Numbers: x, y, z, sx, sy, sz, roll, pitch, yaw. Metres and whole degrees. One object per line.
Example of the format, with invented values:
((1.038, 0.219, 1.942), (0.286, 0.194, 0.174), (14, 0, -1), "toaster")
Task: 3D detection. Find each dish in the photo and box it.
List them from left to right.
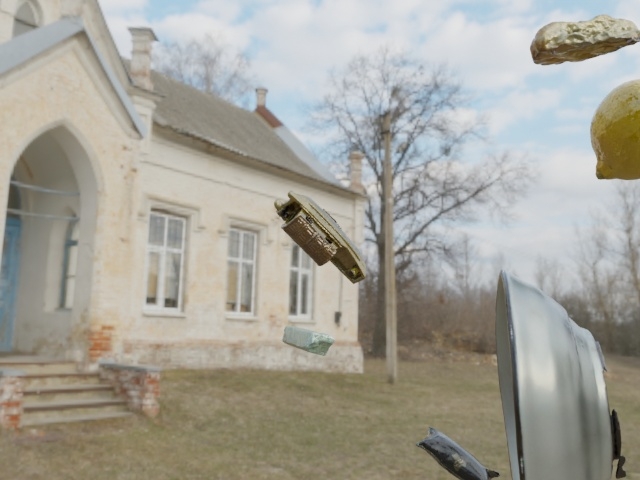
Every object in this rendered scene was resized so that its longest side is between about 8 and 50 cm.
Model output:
((0.263, 0.187, 0.703), (0.106, 0.316, 0.316), (-6, -11, 12), "dish")

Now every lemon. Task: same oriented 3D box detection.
((0.651, -0.227, 1.281), (0.187, 0.244, 0.187), (14, 33, -9), "lemon")

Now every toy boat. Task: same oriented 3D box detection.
((0.000, 0.000, 1.192), (0.226, 0.088, 0.068), (47, -46, -13), "toy boat")

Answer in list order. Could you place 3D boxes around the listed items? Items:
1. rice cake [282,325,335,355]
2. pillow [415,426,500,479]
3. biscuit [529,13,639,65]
((-0.020, 0.127, 0.802), (0.033, 0.029, 0.171), (19, -10, -11), "rice cake")
((0.245, 0.394, 1.115), (0.150, 0.048, 0.090), (33, -2, 18), "pillow")
((0.409, -0.320, 0.991), (0.183, 0.061, 0.118), (-11, 1, -11), "biscuit")
